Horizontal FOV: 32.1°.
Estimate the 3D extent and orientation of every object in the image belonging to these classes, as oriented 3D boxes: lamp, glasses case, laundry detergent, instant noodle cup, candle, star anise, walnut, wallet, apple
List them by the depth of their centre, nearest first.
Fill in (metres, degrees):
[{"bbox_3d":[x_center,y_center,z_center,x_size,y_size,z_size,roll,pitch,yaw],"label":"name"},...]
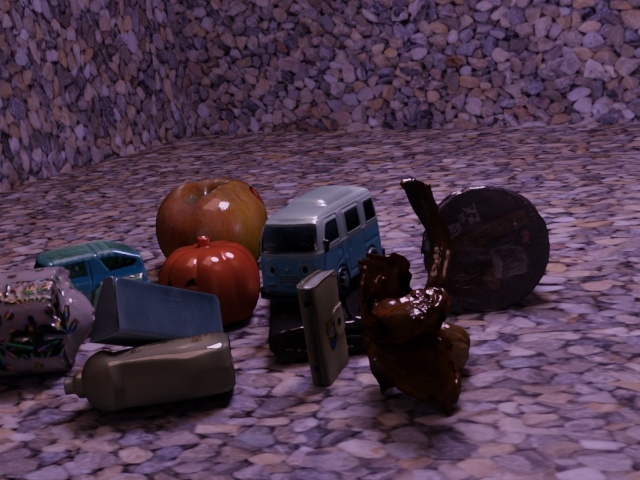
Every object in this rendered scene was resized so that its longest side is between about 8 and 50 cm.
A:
[{"bbox_3d":[0.124,0.075,1.555,0.148,0.346,0.237,5,-24,-7],"label":"star anise"},{"bbox_3d":[0.173,0.158,1.636,0.096,0.083,0.079,-1,43,18],"label":"walnut"},{"bbox_3d":[-0.258,0.199,1.676,0.253,0.091,0.181,-9,5,-4],"label":"laundry detergent"},{"bbox_3d":[0.002,0.128,1.682,0.039,0.155,0.110,-3,14,22],"label":"wallet"},{"bbox_3d":[-0.245,0.124,1.750,0.056,0.105,0.266,11,-3,31],"label":"glasses case"},{"bbox_3d":[-0.477,0.139,1.873,0.330,0.187,0.187,-5,14,1],"label":"candle"},{"bbox_3d":[0.021,0.108,1.948,0.228,0.062,0.406,-8,14,-1],"label":"wallet"},{"bbox_3d":[0.279,0.001,1.964,0.217,0.218,0.207,-7,7,2],"label":"instant noodle cup"},{"bbox_3d":[-0.202,0.071,2.017,0.187,0.164,0.187,-8,11,2],"label":"lamp"},{"bbox_3d":[-0.229,-0.026,2.363,0.260,0.194,0.261,-9,16,3],"label":"apple"}]

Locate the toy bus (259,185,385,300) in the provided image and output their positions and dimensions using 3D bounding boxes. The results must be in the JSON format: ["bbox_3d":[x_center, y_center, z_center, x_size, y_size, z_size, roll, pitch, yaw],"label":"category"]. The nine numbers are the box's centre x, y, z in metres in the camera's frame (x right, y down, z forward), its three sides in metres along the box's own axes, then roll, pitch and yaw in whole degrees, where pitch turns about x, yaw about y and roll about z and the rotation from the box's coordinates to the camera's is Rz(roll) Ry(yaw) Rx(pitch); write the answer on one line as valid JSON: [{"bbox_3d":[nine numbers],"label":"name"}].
[{"bbox_3d":[0.000,0.000,1.926,0.133,0.165,0.271,-1,14,26],"label":"toy bus"}]

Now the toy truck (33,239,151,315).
[{"bbox_3d":[-0.463,0.097,2.076,0.278,0.156,0.155,-12,14,-20],"label":"toy truck"}]
